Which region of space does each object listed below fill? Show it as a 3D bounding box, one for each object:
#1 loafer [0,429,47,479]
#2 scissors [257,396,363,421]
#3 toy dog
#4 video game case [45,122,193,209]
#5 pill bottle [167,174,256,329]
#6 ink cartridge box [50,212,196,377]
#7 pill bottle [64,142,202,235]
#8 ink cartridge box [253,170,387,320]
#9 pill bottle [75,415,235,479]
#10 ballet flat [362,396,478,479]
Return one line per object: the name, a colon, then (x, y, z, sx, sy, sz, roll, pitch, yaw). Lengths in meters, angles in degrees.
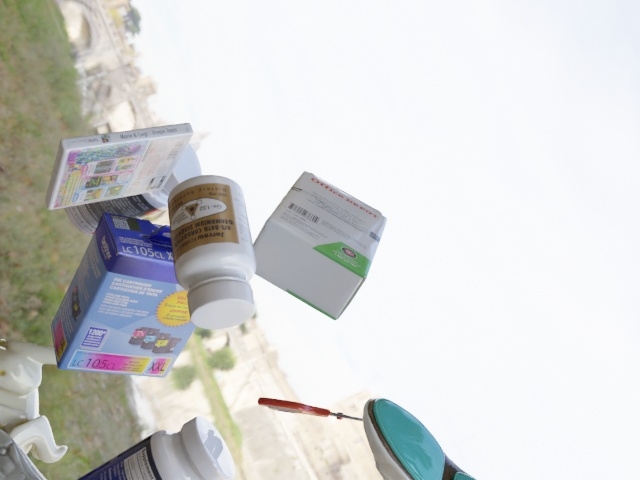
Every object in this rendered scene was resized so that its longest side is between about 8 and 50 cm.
loafer: (-0.489, 0.403, 1.203, 0.319, 0.112, 0.111, 34, -49, 18)
scissors: (0.021, 0.351, 1.531, 0.109, 0.297, 0.021, 75, 25, -68)
toy dog: (-0.761, 0.423, 1.717, 0.284, 0.395, 0.408, -7, -110, 52)
video game case: (-0.232, -0.083, 0.867, 0.157, 0.143, 0.019, -40, -113, 58)
pill bottle: (-0.173, 0.019, 1.231, 0.131, 0.131, 0.229, 87, -8, -60)
ink cartridge box: (-0.387, 0.105, 1.657, 0.395, 0.270, 0.151, -59, -139, 23)
pill bottle: (-0.416, -0.126, 1.688, 0.161, 0.283, 0.161, 52, 28, -42)
ink cartridge box: (0.000, 0.000, 1.501, 0.211, 0.121, 0.289, 31, 27, 0)
pill bottle: (-0.291, 0.423, 1.313, 0.153, 0.264, 0.153, 59, 1, -1)
ballet flat: (0.202, 0.456, 1.423, 0.400, 0.139, 0.139, 40, -7, -10)
